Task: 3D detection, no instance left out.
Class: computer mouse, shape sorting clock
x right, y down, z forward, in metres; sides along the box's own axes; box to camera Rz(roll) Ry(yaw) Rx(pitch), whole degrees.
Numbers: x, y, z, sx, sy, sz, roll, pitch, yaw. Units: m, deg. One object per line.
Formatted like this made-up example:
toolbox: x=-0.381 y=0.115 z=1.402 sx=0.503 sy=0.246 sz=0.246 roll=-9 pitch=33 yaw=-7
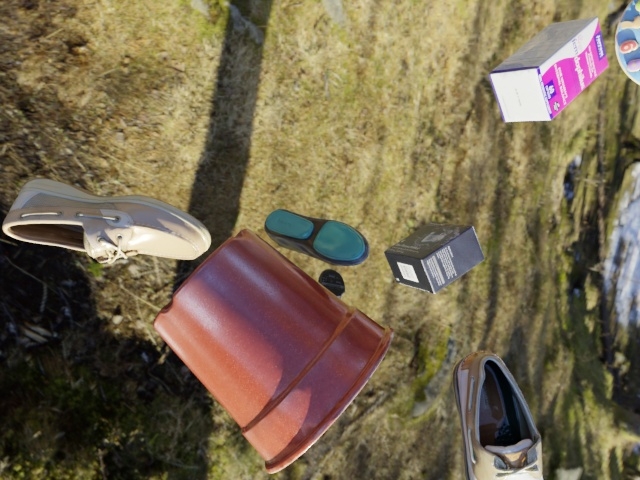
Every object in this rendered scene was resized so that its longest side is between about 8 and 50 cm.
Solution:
computer mouse: x=0.024 y=0.167 z=1.506 sx=0.242 sy=0.071 sz=0.041 roll=-87 pitch=-166 yaw=-47
shape sorting clock: x=0.646 y=-0.376 z=1.079 sx=0.040 sy=0.206 sz=0.206 roll=-20 pitch=117 yaw=-49

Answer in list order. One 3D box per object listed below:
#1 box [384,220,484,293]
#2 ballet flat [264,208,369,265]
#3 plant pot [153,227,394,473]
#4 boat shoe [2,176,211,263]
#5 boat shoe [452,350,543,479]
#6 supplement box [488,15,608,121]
box: x=0.260 y=0.034 z=1.369 sx=0.158 sy=0.156 sz=0.093 roll=-30 pitch=108 yaw=-20
ballet flat: x=0.000 y=0.000 z=0.977 sx=0.072 sy=0.213 sz=0.068 roll=-58 pitch=144 yaw=-16
plant pot: x=-0.081 y=0.142 z=0.873 sx=0.265 sy=0.272 sz=0.272 roll=42 pitch=64 yaw=1
boat shoe: x=-0.362 y=-0.010 z=1.020 sx=0.121 sy=0.341 sz=0.110 roll=98 pitch=4 yaw=-53
boat shoe: x=0.269 y=0.316 z=0.880 sx=0.113 sy=0.302 sz=0.103 roll=-14 pitch=163 yaw=-5
supplement box: x=0.455 y=-0.339 z=1.176 sx=0.220 sy=0.114 sz=0.111 roll=-41 pitch=119 yaw=-24
